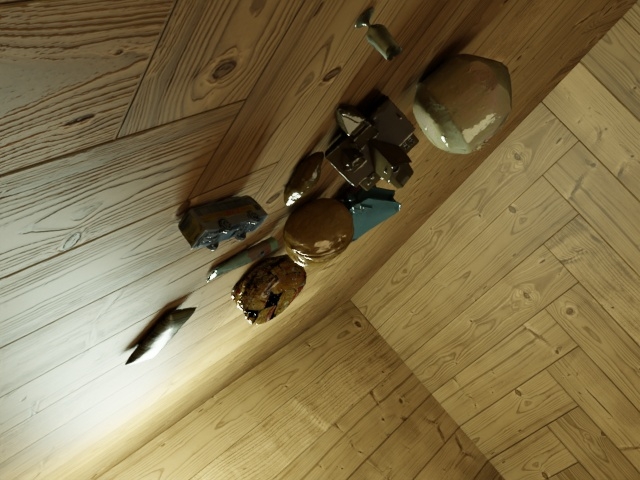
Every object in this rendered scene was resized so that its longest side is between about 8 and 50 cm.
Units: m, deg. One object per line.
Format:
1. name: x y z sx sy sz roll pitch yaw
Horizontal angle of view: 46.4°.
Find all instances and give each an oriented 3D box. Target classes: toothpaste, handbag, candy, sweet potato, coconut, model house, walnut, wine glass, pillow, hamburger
1. toothpaste: -0.191 0.046 1.834 0.205 0.036 0.056 -29 166 -35
2. handbag: 0.098 -0.073 2.096 0.179 0.062 0.229 5 148 -47
3. candy: 0.111 -0.139 2.127 0.103 0.043 0.103 -36 171 -7
4. sweet potato: -0.043 -0.122 1.618 0.053 0.054 0.182 -21 161 -38
5. coconut: 0.338 -0.324 1.723 0.234 0.224 0.224 -29 170 1
6. model house: 0.095 -0.209 1.533 0.181 0.176 0.248 -43 153 10
7. walnut: -0.003 -0.022 1.891 0.197 0.165 0.165 -23 161 -37
8. wine glass: 0.095 -0.325 1.181 0.042 0.083 0.039 -38 165 -3
9. pillow: -0.399 0.236 1.857 0.203 0.038 0.113 -46 166 22
10. hamburger: -0.139 0.136 2.124 0.231 0.107 0.231 -27 148 -18

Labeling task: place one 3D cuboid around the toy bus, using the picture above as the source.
1. toy bus: -0.182 -0.035 1.407 0.064 0.075 0.190 -49 166 31

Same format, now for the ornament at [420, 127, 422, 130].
1. ornament: 0.366 -0.318 2.196 0.088 0.081 0.203 -43 170 12
